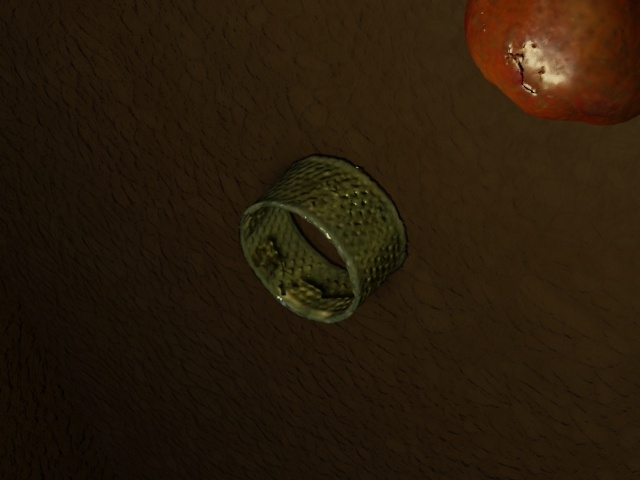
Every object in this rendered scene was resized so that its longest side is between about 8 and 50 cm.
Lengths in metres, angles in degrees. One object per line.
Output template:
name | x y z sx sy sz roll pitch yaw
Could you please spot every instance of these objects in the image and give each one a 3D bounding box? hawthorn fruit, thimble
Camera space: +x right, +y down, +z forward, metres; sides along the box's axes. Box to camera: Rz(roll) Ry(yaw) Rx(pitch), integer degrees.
hawthorn fruit | 0.323 -0.302 1.663 0.276 0.276 0.307 27 112 24
thimble | 0.000 0.000 2.364 0.271 0.150 0.270 27 141 24
